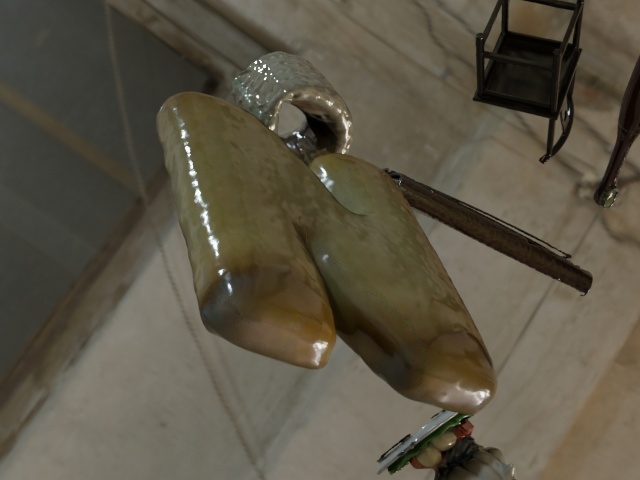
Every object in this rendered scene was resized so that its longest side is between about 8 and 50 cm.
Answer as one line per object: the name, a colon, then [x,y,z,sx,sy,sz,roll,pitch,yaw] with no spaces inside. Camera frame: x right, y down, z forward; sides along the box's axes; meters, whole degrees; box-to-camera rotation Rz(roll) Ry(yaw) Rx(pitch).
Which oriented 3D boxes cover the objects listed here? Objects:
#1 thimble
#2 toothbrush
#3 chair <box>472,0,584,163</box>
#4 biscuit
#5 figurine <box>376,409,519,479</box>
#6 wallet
thimble: [-0.027,-0.119,1.099,0.115,0.102,0.090,38,12,-42]
toothbrush: [0.341,-0.165,1.163,0.041,0.041,0.364,29,-40,18]
chair: [0.322,-0.261,1.711,0.141,0.154,0.260,17,-28,17]
biscuit: [0.000,0.000,0.833,0.237,0.062,0.290,22,26,-28]
figurine: [0.144,0.243,1.084,0.153,0.132,0.132,53,-9,14]
wallet: [0.176,-0.015,1.233,0.243,0.039,0.133,26,3,-11]
